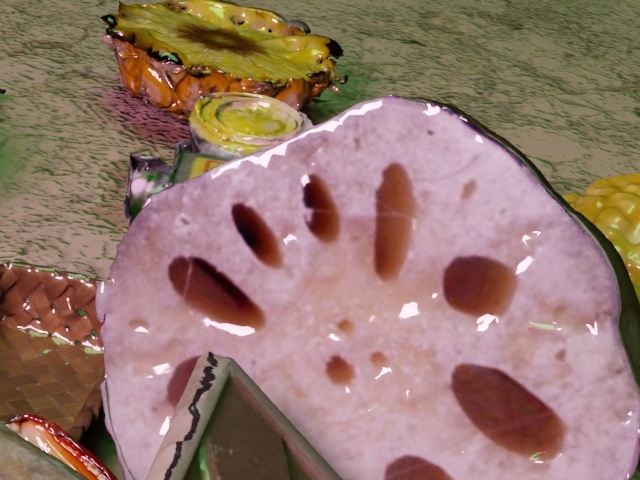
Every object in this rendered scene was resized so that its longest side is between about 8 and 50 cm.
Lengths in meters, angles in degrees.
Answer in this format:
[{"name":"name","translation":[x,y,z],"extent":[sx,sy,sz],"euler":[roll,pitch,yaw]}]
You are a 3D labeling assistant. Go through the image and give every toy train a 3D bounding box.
[{"name":"toy train","translation":[0.000,0.000,1.023],"extent":[0.261,0.134,0.177],"euler":[8,26,-1]}]

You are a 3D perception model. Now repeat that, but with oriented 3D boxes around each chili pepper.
[{"name":"chili pepper","translation":[-0.099,0.141,0.777],"extent":[0.178,0.027,0.045],"euler":[39,75,10]}]

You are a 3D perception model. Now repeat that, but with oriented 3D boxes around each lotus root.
[{"name":"lotus root","translation":[0.035,0.048,0.844],"extent":[0.272,0.272,0.192],"euler":[13,14,9]}]

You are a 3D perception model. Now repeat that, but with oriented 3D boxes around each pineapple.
[{"name":"pineapple","translation":[-0.083,-0.142,1.351],"extent":[0.225,0.076,0.225],"euler":[10,25,-5]}]

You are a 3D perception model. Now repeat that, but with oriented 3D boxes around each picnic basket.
[{"name":"picnic basket","translation":[-0.166,0.081,0.895],"extent":[0.110,0.055,0.193],"euler":[15,26,5]}]

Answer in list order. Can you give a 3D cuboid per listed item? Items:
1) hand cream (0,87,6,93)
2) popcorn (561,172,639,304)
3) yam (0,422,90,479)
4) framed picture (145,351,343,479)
[{"name":"hand cream","translation":[-0.329,-0.143,1.327],"extent":[0.163,0.039,0.062],"euler":[34,33,30]},{"name":"popcorn","translation":[0.203,0.039,1.009],"extent":[0.163,0.140,0.194],"euler":[8,28,9]},{"name":"yam","translation":[-0.163,0.141,0.706],"extent":[0.330,0.133,0.133],"euler":[24,30,21]},{"name":"framed picture","translation":[-0.005,0.187,0.623],"extent":[0.213,0.016,0.289],"euler":[49,23,-14]}]
